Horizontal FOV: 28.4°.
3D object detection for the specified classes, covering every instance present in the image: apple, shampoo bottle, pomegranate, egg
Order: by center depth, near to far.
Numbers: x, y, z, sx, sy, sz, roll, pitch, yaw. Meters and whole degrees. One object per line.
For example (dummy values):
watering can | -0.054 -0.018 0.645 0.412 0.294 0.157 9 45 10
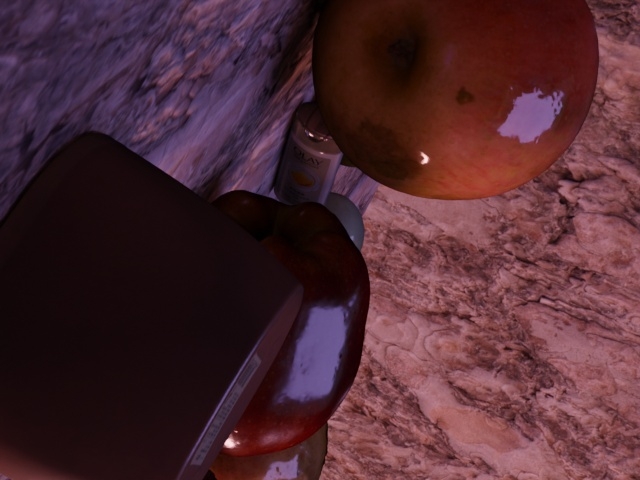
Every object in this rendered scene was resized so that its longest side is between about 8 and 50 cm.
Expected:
apple | -0.079 0.106 1.580 0.288 0.288 0.316 -50 159 -61
apple | 0.157 -0.223 1.592 0.364 0.364 0.364 -59 174 -10
shampoo bottle | -0.014 -0.119 1.904 0.056 0.086 0.227 -59 175 -29
pomegranate | -0.138 0.323 2.020 0.322 0.322 0.322 -59 174 -10
egg | 0.000 0.000 2.310 0.192 0.149 0.149 -62 174 33

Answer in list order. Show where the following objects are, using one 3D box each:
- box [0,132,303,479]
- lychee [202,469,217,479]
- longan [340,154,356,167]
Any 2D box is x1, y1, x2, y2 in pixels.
box | -0.160 0.085 1.053 0.301 0.216 0.301 -61 175 -9
lychee | -0.242 0.377 1.647 0.260 0.261 0.260 -59 174 -10
longan | 0.049 -0.183 1.940 0.176 0.145 0.154 -13 123 -23
